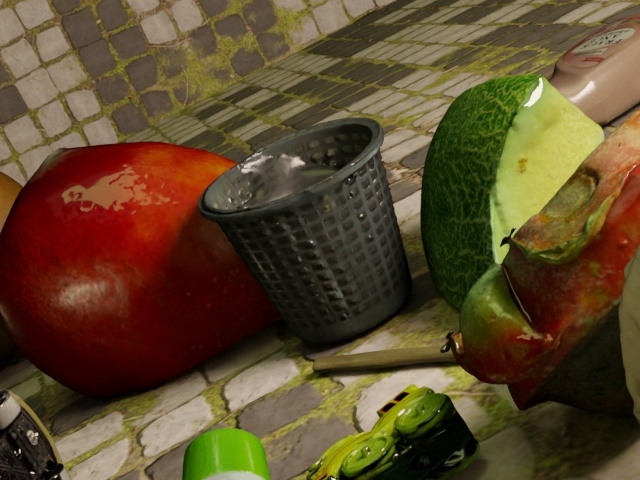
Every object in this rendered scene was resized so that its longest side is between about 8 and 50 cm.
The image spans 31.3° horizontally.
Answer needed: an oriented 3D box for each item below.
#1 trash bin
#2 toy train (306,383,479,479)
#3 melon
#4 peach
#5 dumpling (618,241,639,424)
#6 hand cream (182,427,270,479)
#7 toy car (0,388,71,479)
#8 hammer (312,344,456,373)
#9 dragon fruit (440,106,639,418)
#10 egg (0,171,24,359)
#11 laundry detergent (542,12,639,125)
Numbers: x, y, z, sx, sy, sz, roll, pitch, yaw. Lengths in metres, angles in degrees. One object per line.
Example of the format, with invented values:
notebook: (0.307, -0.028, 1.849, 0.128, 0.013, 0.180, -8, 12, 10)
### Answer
trash bin: (0.000, 0.000, 1.017, 0.175, 0.161, 0.175, -20, 20, 8)
toy train: (-0.012, 0.176, 0.696, 0.250, 0.053, 0.085, -33, 10, -20)
melon: (0.147, -0.041, 1.018, 0.124, 0.196, 0.323, 8, 4, -10)
peach: (-0.156, 0.033, 1.176, 0.338, 0.281, 0.281, 11, 22, 3)
dumpling: (0.246, 0.034, 0.505, 0.252, 0.179, 0.131, -16, 19, 33)
hand cream: (-0.040, 0.205, 0.565, 0.079, 0.050, 0.275, -46, 29, 22)
toy car: (-0.300, 0.225, 0.891, 0.124, 0.101, 0.256, -24, 17, 19)
hammer: (0.068, 0.093, 0.897, 0.199, 0.013, 0.062, -12, 21, 42)
dragon fruit: (0.205, 0.000, 0.673, 0.295, 0.130, 0.268, -41, -22, -16)
egg: (-0.499, 0.044, 1.434, 0.351, 0.282, 0.282, -27, 15, 14)
laundry detergent: (0.292, -0.172, 1.285, 0.237, 0.076, 0.171, -34, 17, -20)
